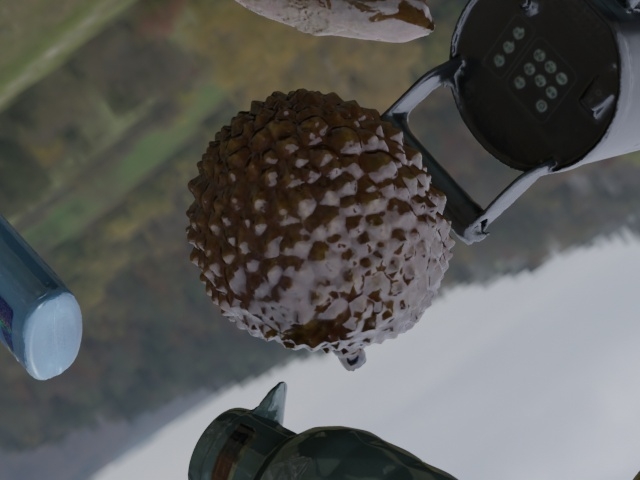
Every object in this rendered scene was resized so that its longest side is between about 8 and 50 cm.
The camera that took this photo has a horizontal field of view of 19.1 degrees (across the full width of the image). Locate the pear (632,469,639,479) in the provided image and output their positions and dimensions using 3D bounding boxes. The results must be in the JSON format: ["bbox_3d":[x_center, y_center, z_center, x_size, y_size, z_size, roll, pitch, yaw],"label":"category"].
[{"bbox_3d":[0.278,0.218,1.301,0.136,0.167,0.167,-53,-173,-23],"label":"pear"}]

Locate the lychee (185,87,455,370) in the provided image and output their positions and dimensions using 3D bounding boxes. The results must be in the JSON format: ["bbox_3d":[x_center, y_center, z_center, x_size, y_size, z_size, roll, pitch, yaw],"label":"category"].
[{"bbox_3d":[0.000,0.000,1.446,0.200,0.238,0.200,-9,-153,5],"label":"lychee"}]

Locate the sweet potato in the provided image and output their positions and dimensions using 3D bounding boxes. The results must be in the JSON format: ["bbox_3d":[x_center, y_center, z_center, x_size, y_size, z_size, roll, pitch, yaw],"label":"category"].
[{"bbox_3d":[-0.061,-0.289,2.015,0.109,0.385,0.109,17,90,-89],"label":"sweet potato"}]

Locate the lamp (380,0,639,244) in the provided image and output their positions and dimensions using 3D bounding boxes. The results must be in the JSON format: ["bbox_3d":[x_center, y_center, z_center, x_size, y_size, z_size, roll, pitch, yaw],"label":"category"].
[{"bbox_3d":[0.270,-0.174,1.934,0.374,0.205,0.272,-47,157,17],"label":"lamp"}]

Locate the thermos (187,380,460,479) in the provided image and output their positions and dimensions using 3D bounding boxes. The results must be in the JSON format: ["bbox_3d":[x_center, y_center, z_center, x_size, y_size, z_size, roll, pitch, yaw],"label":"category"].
[{"bbox_3d":[0.020,0.230,1.409,0.182,0.286,0.145,-58,149,-12],"label":"thermos"}]

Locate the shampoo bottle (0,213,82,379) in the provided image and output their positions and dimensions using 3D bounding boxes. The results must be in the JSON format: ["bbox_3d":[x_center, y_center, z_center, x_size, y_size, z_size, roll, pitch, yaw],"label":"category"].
[{"bbox_3d":[-0.300,0.007,1.662,0.061,0.258,0.104,-27,143,-28],"label":"shampoo bottle"}]
